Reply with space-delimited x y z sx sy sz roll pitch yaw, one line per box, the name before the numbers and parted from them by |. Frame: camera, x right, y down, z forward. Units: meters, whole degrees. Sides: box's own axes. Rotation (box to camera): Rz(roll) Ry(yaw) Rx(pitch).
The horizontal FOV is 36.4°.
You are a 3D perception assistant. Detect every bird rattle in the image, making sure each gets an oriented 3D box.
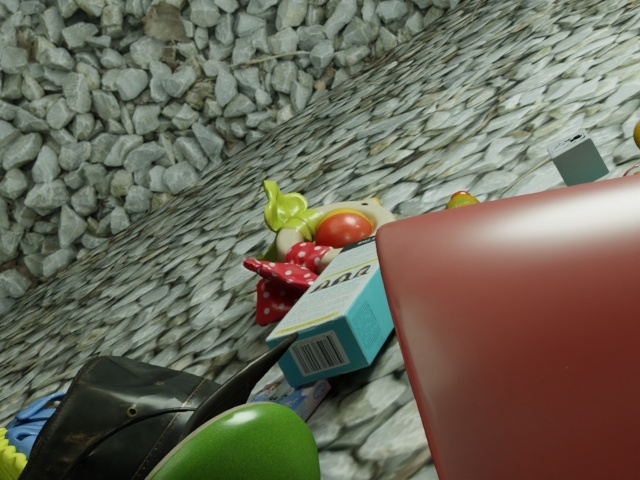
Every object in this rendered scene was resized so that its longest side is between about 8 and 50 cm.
bird rattle | 0.000 0.000 1.270 0.206 0.143 0.253 -15 19 0

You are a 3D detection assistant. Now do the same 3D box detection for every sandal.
sandal | -0.300 0.238 1.106 0.138 0.126 0.317 -34 16 -23

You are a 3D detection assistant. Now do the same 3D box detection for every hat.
hat | -0.163 0.173 0.786 0.331 0.134 0.331 -55 -7 -10

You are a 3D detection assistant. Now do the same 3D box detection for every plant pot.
plant pot | 0.180 0.082 0.427 0.243 0.275 0.275 -20 16 6

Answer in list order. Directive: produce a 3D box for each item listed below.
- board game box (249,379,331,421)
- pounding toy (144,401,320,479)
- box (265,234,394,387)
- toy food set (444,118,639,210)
board game box | -0.046 0.175 0.987 0.090 0.020 0.090 -16 21 42
pounding toy | -0.059 0.228 0.634 0.110 0.183 0.237 31 63 32
box | 0.039 0.063 1.056 0.100 0.060 0.244 -20 14 30
toy food set | 0.240 -0.046 0.949 0.232 0.111 0.104 -30 15 15
